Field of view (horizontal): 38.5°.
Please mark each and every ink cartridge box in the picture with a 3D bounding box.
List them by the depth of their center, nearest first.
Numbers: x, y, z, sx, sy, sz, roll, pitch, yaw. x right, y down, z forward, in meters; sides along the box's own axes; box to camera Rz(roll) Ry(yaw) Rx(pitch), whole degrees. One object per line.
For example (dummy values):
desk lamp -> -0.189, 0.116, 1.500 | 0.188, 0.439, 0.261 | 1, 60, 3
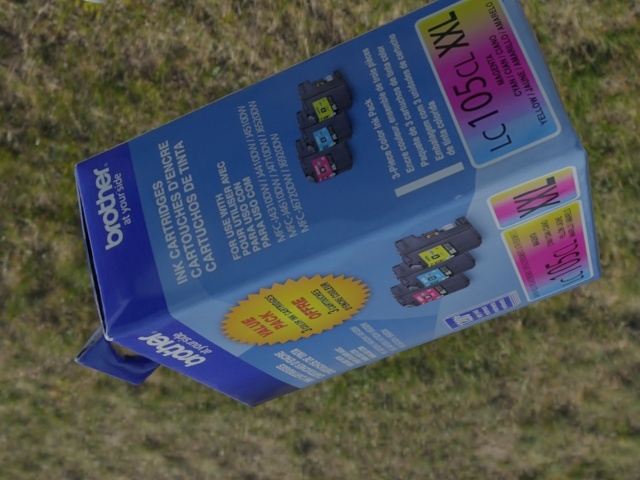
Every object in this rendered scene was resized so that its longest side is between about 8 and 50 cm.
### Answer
ink cartridge box -> 0.000, 0.000, 0.714 | 0.395, 0.151, 0.270 | -21, 155, 12

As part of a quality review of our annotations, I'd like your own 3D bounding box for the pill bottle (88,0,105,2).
pill bottle -> -0.134, -0.213, 0.456 | 0.094, 0.094, 0.169 | 13, 102, -12
